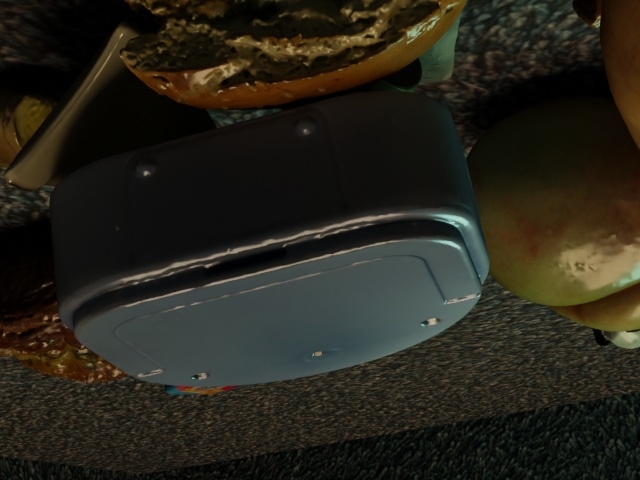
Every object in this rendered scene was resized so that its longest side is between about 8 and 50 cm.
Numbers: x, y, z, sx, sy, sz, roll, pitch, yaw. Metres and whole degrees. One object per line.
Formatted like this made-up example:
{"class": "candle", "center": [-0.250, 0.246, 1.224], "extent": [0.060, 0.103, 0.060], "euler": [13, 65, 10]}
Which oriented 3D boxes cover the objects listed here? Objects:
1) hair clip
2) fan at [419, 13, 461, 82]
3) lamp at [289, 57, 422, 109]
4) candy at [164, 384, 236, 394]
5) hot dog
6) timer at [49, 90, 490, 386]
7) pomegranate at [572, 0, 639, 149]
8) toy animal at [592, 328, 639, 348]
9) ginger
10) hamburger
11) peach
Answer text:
{"class": "hair clip", "center": [-0.181, -0.107, 1.298], "extent": [0.172, 0.113, 0.282], "euler": [-52, 148, 5]}
{"class": "fan", "center": [0.120, -0.206, 1.292], "extent": [0.057, 0.023, 0.282], "euler": [-1, 164, -7]}
{"class": "lamp", "center": [0.002, -0.122, 1.354], "extent": [0.121, 0.121, 0.215], "euler": [8, 147, -35]}
{"class": "candy", "center": [-0.132, 0.125, 2.066], "extent": [0.100, 0.157, 0.306], "euler": [5, 160, -29]}
{"class": "hot dog", "center": [-0.321, 0.086, 1.866], "extent": [0.387, 0.174, 0.267], "euler": [-12, 159, 26]}
{"class": "timer", "center": [-0.034, 0.007, 1.282], "extent": [0.395, 0.173, 0.395], "euler": [-10, 159, -4]}
{"class": "pomegranate", "center": [0.334, -0.174, 0.997], "extent": [0.338, 0.338, 0.338], "euler": [-4, 163, -1]}
{"class": "toy animal", "center": [0.572, 0.037, 1.938], "extent": [0.357, 0.194, 0.258], "euler": [-6, 155, -23]}
{"class": "ginger", "center": [-0.363, -0.109, 1.405], "extent": [0.294, 0.086, 0.131], "euler": [0, 176, 16]}
{"class": "hamburger", "center": [-0.014, -0.180, 1.138], "extent": [0.283, 0.144, 0.156], "euler": [-9, 164, 7]}
{"class": "peach", "center": [0.303, -0.036, 1.514], "extent": [0.292, 0.247, 0.292], "euler": [14, 154, 7]}
